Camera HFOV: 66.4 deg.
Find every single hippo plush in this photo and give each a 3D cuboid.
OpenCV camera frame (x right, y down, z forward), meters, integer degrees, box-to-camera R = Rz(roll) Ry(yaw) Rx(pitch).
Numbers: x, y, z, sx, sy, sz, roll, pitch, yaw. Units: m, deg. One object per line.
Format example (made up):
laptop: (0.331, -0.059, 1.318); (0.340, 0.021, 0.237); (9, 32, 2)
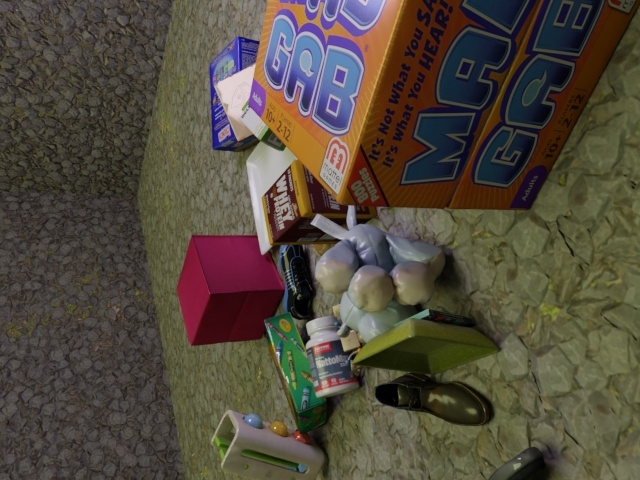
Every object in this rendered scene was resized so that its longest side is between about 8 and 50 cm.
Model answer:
hippo plush: (0.083, 0.107, 0.960); (0.294, 0.234, 0.236); (29, 129, 36)

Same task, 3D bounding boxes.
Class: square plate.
square plate: (-0.127, -0.169, 1.493); (0.347, 0.049, 0.344); (-36, 61, 55)

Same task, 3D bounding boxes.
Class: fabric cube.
fabric cube: (-0.302, 0.157, 1.601); (0.254, 0.259, 0.258); (62, 138, 39)

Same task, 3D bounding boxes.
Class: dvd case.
dvd case: (0.202, 0.148, 0.861); (0.087, 0.119, 0.013); (-38, 46, 45)

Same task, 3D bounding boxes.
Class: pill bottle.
pill bottle: (0.022, 0.283, 1.195); (0.108, 0.108, 0.180); (-44, 55, 52)

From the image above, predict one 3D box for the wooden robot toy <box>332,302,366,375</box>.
wooden robot toy: (0.090, 0.222, 1.145); (0.079, 0.076, 0.173); (-24, 65, 20)

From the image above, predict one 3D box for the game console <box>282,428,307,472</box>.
game console: (-0.092, 0.647, 1.428); (0.124, 0.085, 0.144); (-59, 44, 43)

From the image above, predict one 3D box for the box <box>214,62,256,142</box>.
box: (-0.220, -0.427, 1.513); (0.021, 0.164, 0.201); (2, -116, -80)

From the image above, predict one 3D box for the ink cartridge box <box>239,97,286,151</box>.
ink cartridge box: (-0.149, -0.401, 1.378); (0.189, 0.097, 0.255); (-53, 54, 15)

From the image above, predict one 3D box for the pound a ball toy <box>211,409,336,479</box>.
pound a ball toy: (-0.098, 0.561, 1.269); (0.136, 0.319, 0.208); (-63, 25, -4)

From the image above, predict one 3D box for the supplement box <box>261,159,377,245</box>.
supplement box: (-0.008, -0.083, 1.151); (0.194, 0.191, 0.129); (-37, 60, 54)

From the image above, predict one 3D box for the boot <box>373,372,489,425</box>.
boot: (0.196, 0.300, 0.900); (0.219, 0.106, 0.082); (-4, 87, 60)

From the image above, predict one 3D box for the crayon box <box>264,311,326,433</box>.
crayon box: (-0.069, 0.357, 1.329); (0.165, 0.081, 0.278); (89, 159, -50)

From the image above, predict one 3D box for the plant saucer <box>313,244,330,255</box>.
plant saucer: (0.000, 0.000, 1.315); (0.083, 0.015, 0.083); (2, 93, 60)

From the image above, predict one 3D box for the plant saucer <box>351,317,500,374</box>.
plant saucer: (0.178, 0.186, 0.860); (0.188, 0.188, 0.045); (-44, 39, 51)

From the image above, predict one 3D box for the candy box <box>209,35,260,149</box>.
candy box: (-0.280, -0.484, 1.672); (0.268, 0.122, 0.317); (-2, 88, 58)

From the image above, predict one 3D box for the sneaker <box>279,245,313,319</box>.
sneaker: (-0.060, 0.108, 1.366); (0.090, 0.081, 0.232); (10, 107, 56)

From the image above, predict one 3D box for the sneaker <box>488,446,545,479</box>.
sneaker: (0.308, 0.419, 0.739); (0.130, 0.087, 0.227); (48, 134, 46)

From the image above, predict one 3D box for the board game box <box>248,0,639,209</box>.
board game box: (0.146, -0.286, 0.719); (0.356, 0.356, 0.356); (52, 134, 46)
